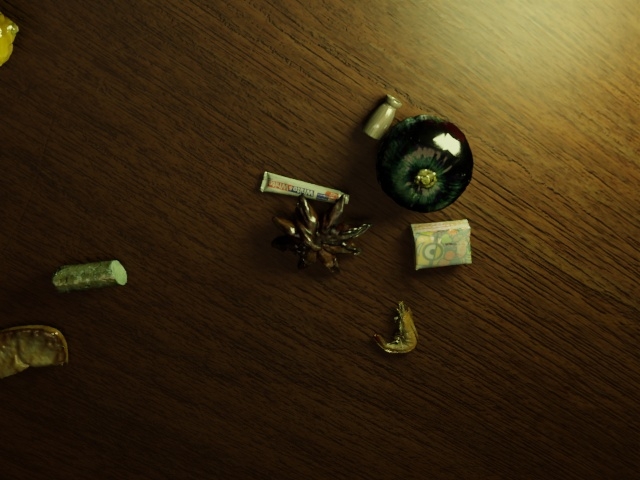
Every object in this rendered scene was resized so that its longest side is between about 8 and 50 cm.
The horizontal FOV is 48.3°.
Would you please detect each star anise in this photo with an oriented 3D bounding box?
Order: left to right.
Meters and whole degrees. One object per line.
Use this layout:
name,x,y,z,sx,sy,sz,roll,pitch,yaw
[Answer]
star anise,0.000,0.000,1.780,0.271,0.102,0.272,2,129,3

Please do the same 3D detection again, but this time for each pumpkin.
pumpkin,0.243,-0.177,1.663,0.233,0.163,0.233,1,119,1

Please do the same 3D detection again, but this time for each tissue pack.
tissue pack,0.307,0.010,1.820,0.148,0.060,0.109,-5,119,3

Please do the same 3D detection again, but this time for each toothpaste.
toothpaste,-0.037,-0.123,1.763,0.218,0.033,0.052,12,109,-4

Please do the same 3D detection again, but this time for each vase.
vase,0.145,-0.288,1.664,0.053,0.053,0.101,29,110,-15

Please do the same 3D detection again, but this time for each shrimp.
shrimp,0.201,0.240,1.960,0.124,0.034,0.178,-12,122,13

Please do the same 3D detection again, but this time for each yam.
yam,-0.598,0.094,1.845,0.179,0.078,0.078,-6,118,3

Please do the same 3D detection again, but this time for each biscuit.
biscuit,-0.844,0.309,1.975,0.299,0.045,0.154,-14,118,7

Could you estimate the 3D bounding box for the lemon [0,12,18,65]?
lemon,-0.763,-0.429,1.501,0.256,0.188,0.188,-3,118,-1
